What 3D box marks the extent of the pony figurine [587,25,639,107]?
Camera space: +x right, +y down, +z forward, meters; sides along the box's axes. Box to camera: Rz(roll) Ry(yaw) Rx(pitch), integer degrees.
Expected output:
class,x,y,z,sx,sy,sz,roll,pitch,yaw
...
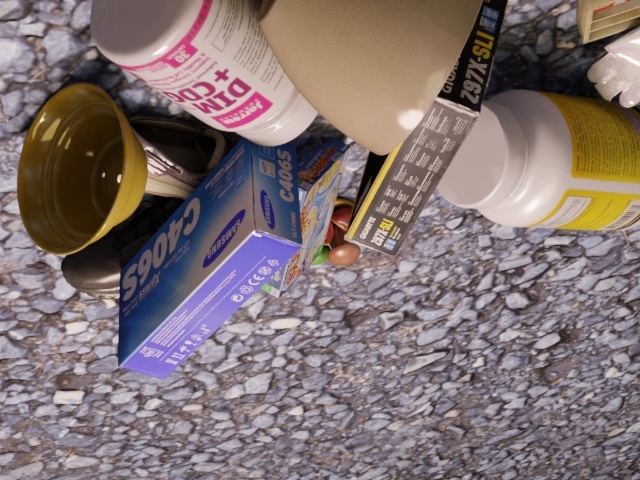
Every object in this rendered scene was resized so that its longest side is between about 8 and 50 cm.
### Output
class,x,y,z,sx,sy,sz,roll,pitch,yaw
pony figurine,0.581,-0.214,2.032,0.351,0.302,0.363,-40,170,36

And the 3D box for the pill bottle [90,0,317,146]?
class,x,y,z,sx,sy,sz,roll,pitch,yaw
pill bottle,-0.124,-0.225,1.818,0.160,0.160,0.283,-29,146,22

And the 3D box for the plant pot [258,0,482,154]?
class,x,y,z,sx,sy,sz,roll,pitch,yaw
plant pot,0.043,-0.264,1.732,0.191,0.284,0.284,25,136,-13

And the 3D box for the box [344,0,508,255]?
class,x,y,z,sx,sy,sz,roll,pitch,yaw
box,0.134,-0.170,1.907,0.079,0.257,0.322,22,146,-4

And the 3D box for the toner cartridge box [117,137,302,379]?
class,x,y,z,sx,sy,sz,roll,pitch,yaw
toner cartridge box,-0.152,0.026,2.022,0.075,0.165,0.348,19,136,-29

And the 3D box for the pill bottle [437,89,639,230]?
class,x,y,z,sx,sy,sz,roll,pitch,yaw
pill bottle,0.314,-0.110,2.119,0.334,0.188,0.188,2,146,-42

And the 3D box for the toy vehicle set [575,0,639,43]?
class,x,y,z,sx,sy,sz,roll,pitch,yaw
toy vehicle set,0.459,-0.328,1.963,0.267,0.035,0.166,-18,170,6

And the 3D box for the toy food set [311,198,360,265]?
class,x,y,z,sx,sy,sz,roll,pitch,yaw
toy food set,0.000,0.000,2.319,0.218,0.071,0.128,-15,149,0

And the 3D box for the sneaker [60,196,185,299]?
class,x,y,z,sx,sy,sz,roll,pitch,yaw
sneaker,-0.233,-0.007,2.203,0.286,0.109,0.130,-16,140,-10

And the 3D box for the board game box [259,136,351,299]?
class,x,y,z,sx,sy,sz,roll,pitch,yaw
board game box,-0.023,-0.031,2.171,0.035,0.136,0.201,27,131,14

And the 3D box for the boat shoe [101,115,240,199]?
class,x,y,z,sx,sy,sz,roll,pitch,yaw
boat shoe,-0.151,-0.106,2.061,0.285,0.102,0.092,11,145,-27

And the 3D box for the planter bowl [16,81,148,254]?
class,x,y,z,sx,sy,sz,roll,pitch,yaw
planter bowl,-0.281,-0.083,1.936,0.217,0.217,0.090,-37,149,32
